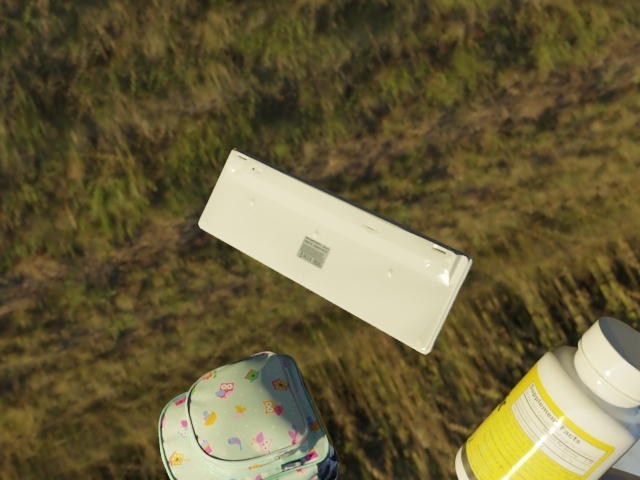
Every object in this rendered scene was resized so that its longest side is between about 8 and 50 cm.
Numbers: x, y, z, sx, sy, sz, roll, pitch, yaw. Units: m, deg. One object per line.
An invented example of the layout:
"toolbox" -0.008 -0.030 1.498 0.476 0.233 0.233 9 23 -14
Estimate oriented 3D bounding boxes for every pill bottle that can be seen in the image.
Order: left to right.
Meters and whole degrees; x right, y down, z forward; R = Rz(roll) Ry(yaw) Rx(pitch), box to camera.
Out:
"pill bottle" 0.130 0.097 0.559 0.065 0.065 0.116 -7 139 -55

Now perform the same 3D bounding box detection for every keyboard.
"keyboard" 0.000 0.000 0.777 0.014 0.256 0.072 14 100 -48

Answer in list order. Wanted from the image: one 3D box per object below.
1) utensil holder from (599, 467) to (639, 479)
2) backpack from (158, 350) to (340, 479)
"utensil holder" 0.433 0.472 1.322 0.386 0.327 0.328 11 -163 44
"backpack" -0.092 0.229 1.216 0.188 0.165 0.144 -24 144 -1
